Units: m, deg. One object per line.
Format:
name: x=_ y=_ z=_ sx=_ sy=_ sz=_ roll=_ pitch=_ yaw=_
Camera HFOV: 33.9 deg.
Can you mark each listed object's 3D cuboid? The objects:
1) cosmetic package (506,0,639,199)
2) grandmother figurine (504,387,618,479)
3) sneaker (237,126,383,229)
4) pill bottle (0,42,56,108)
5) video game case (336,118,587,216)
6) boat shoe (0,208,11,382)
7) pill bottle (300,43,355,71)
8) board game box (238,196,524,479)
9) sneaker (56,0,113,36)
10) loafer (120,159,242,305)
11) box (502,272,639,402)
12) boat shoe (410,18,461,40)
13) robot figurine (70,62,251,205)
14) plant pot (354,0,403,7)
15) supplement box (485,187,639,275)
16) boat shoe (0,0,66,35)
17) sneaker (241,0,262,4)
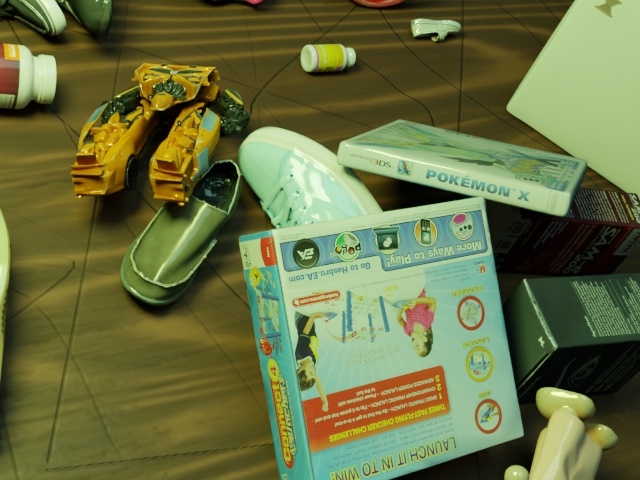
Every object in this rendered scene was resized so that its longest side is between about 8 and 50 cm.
cosmetic package: x=0.585 y=-0.332 z=1.785 sx=0.329 sy=0.327 sz=0.394 roll=36 pitch=46 yaw=6
grandmother figurine: x=0.255 y=0.349 z=1.218 sx=0.208 sy=0.104 sz=0.342 roll=46 pitch=52 yaw=-18
sneaker: x=0.000 y=0.000 z=1.371 sx=0.366 sy=0.135 sz=0.150 roll=44 pitch=45 yaw=14
pill bottle: x=-0.429 y=-0.217 z=1.379 sx=0.152 sy=0.086 sz=0.086 roll=1 pitch=53 yaw=-25
video game case: x=0.210 y=-0.109 z=1.459 sx=0.300 sy=0.036 sz=0.329 roll=14 pitch=16 yaw=15
boat shoe: x=-0.392 y=0.075 z=1.145 sx=0.089 sy=0.104 sz=0.285 roll=8 pitch=51 yaw=-23
pill bottle: x=0.013 y=-0.291 z=1.676 sx=0.083 sy=0.043 sz=0.043 roll=-8 pitch=57 yaw=-29
board game box: x=0.077 y=0.118 z=1.245 sx=0.308 sy=0.086 sz=0.302 roll=-9 pitch=90 yaw=-31
sneaker: x=-0.402 y=-0.406 z=1.530 sx=0.146 sy=0.122 sz=0.330 roll=-9 pitch=48 yaw=-31
loafer: x=-0.173 y=-0.022 z=1.338 sx=0.094 sy=0.087 sz=0.251 roll=28 pitch=47 yaw=-2
box: x=0.338 y=0.131 z=1.410 sx=0.207 sy=0.153 sz=0.108 roll=-1 pitch=54 yaw=-27
boat shoe: x=0.203 y=-0.365 z=1.837 sx=0.100 sy=0.035 sz=0.035 roll=-1 pitch=81 yaw=-31
robot figurine: x=-0.209 y=-0.150 z=1.381 sx=0.211 sy=0.085 sz=0.291 roll=4 pitch=36 yaw=7
plant pot: x=0.097 y=-0.530 z=1.812 sx=0.191 sy=0.191 sz=0.174 roll=0 pitch=51 yaw=-25
supplement box: x=0.348 y=-0.014 z=1.548 sx=0.239 sy=0.130 sz=0.073 roll=3 pitch=51 yaw=-22
boat shoe: x=-0.462 y=-0.358 z=1.491 sx=0.228 sy=0.080 sz=0.076 roll=42 pitch=65 yaw=8
sneaker: x=-0.212 y=-0.437 z=1.638 sx=0.299 sy=0.121 sz=0.112 roll=-4 pitch=57 yaw=-28
